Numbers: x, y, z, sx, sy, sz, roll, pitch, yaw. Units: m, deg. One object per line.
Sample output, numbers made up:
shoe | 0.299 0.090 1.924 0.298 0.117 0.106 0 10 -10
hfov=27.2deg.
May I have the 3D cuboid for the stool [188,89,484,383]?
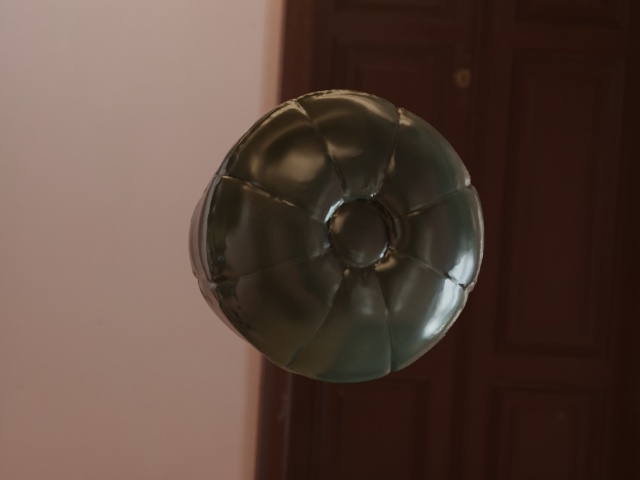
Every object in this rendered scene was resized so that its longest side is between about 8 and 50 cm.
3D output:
stool | 0.000 0.000 0.470 0.096 0.096 0.110 3 178 -13
